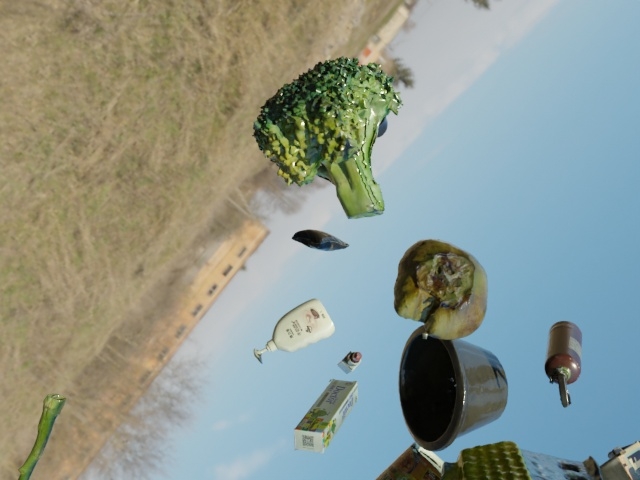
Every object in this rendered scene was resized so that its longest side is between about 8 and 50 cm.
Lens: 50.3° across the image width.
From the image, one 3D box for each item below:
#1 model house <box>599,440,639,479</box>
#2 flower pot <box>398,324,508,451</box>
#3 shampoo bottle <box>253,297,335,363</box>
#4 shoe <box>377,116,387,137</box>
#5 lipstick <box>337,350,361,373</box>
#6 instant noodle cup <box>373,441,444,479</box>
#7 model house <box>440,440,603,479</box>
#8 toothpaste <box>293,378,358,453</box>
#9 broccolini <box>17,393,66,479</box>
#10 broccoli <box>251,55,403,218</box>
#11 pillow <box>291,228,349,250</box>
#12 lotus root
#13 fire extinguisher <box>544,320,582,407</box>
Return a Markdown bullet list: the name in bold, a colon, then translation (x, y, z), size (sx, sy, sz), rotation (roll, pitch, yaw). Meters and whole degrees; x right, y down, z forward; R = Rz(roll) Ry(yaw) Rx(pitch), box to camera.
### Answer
- **model house**: translation (0.772, 0.609, 1.535), size (0.244, 0.326, 0.169), rotation (0, 147, -47)
- **flower pot**: translation (0.299, 0.321, 1.489), size (0.269, 0.166, 0.269), rotation (-174, -90, -69)
- **shampoo bottle**: translation (-0.054, 0.169, 1.233), size (0.151, 0.077, 0.045), rotation (-28, 170, -5)
- **shoe**: translation (0.134, -0.272, 1.605), size (0.062, 0.053, 0.159), rotation (-36, -176, 4)
- **lipstick**: translation (0.063, 0.234, 1.327), size (0.030, 0.030, 0.129), rotation (-45, 174, -19)
- **instant noodle cup**: translation (0.254, 0.650, 1.764), size (0.182, 0.230, 0.230), rotation (-50, -173, 1)
- **model house**: translation (0.390, 0.532, 1.346), size (0.237, 0.303, 0.216), rotation (-56, 157, -78)
- **toothpaste**: translation (0.009, 0.251, 0.982), size (0.046, 0.034, 0.164), rotation (2, -165, 20)
- **broccolini**: translation (-0.442, 0.336, 1.003), size (0.071, 0.057, 0.254), rotation (35, -74, 62)
- **broccoli**: translation (0.025, -0.114, 0.806), size (0.194, 0.194, 0.219), rotation (-50, 178, 0)
- **pillow**: translation (0.000, -0.001, 1.771), size (0.150, 0.090, 0.048), rotation (5, 116, -58)
- **lotus root**: translation (0.234, 0.084, 1.295), size (0.078, 0.183, 0.204), rotation (88, 7, -70)
- **fire extinguisher**: translation (0.500, 0.254, 1.392), size (0.071, 0.099, 0.231), rotation (-11, -165, 24)
